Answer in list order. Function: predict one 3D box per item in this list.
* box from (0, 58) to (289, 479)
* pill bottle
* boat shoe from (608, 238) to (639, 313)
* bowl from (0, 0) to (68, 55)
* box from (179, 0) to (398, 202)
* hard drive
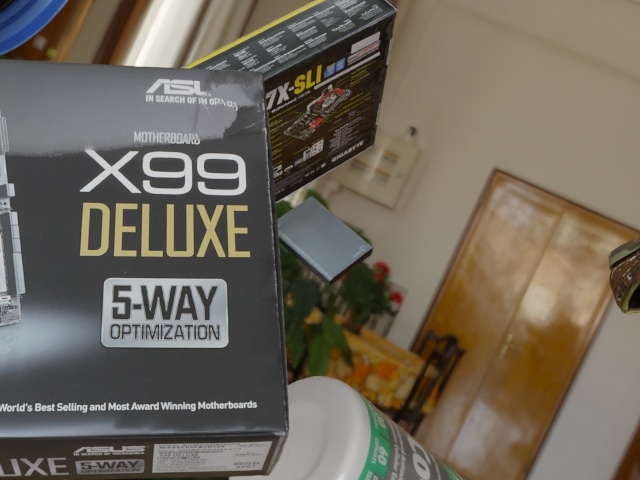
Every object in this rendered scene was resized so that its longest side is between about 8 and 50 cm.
[{"bbox_3d":[-0.179,0.010,0.534,0.307,0.242,0.076,1,-32,-10],"label":"box"},{"bbox_3d":[0.070,0.341,1.205,0.361,0.204,0.204,43,-9,-36],"label":"pill bottle"},{"bbox_3d":[0.535,0.034,1.429,0.111,0.104,0.307,6,-20,-4],"label":"boat shoe"},{"bbox_3d":[-0.531,-0.488,1.599,0.077,0.391,0.391,37,4,9],"label":"bowl"},{"bbox_3d":[-0.062,-0.147,1.162,0.079,0.322,0.257,47,-24,25],"label":"box"},{"bbox_3d":[0.000,0.000,1.444,0.135,0.094,0.022,41,-31,22],"label":"hard drive"}]
